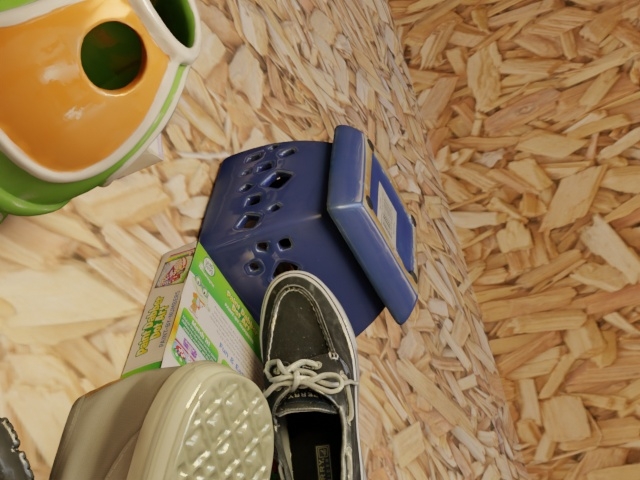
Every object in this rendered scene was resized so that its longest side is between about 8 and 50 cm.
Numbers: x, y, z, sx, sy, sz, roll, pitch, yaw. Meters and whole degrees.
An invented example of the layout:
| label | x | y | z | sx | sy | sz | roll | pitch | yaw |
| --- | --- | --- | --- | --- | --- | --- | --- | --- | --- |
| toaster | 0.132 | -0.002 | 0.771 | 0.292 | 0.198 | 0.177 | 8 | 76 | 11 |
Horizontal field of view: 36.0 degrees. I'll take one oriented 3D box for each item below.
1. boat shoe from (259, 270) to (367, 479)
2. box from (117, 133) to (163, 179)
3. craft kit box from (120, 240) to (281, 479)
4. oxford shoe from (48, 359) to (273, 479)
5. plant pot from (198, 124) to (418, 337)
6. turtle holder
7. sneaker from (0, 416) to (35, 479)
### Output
| label | x | y | z | sx | sy | sz | roll | pitch | yaw |
| --- | --- | --- | --- | --- | --- | --- | --- | --- | --- |
| boat shoe | -0.016 | 0.171 | 1.066 | 0.105 | 0.113 | 0.306 | 60 | 25 | -69 |
| box | -0.232 | -0.225 | 1.116 | 0.063 | 0.067 | 0.324 | 39 | 34 | -55 |
| craft kit box | -0.109 | 0.168 | 1.064 | 0.250 | 0.061 | 0.247 | 58 | 25 | -29 |
| oxford shoe | -0.148 | 0.293 | 0.635 | 0.169 | 0.130 | 0.449 | 38 | 60 | -53 |
| plant pot | 0.000 | 0.000 | 1.288 | 0.236 | 0.212 | 0.236 | 59 | 22 | -30 |
| turtle holder | -0.217 | -0.166 | 0.837 | 0.243 | 0.227 | 0.320 | 63 | 15 | -8 |
| sneaker | -0.281 | 0.083 | 0.601 | 0.130 | 0.109 | 0.286 | -22 | 82 | -39 |
